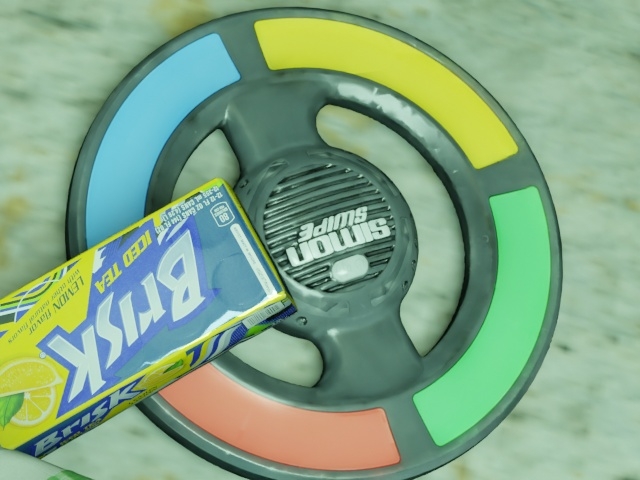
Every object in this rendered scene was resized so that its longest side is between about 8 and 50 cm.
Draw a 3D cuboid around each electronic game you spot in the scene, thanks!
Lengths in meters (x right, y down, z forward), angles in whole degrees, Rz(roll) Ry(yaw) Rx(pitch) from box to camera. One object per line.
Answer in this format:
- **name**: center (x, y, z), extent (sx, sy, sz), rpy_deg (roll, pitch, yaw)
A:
- **electronic game**: center (0.000, 0.000, 0.858), extent (0.229, 0.048, 0.229), rpy_deg (5, 69, -14)

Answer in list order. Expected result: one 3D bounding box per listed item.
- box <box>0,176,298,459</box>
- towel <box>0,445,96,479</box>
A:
- **box**: center (-0.096, 0.043, 0.779), extent (0.169, 0.054, 0.059), rpy_deg (-30, 79, -1)
- **towel**: center (-0.163, 0.170, 0.605), extent (0.038, 0.325, 0.248), rpy_deg (46, 68, -31)
